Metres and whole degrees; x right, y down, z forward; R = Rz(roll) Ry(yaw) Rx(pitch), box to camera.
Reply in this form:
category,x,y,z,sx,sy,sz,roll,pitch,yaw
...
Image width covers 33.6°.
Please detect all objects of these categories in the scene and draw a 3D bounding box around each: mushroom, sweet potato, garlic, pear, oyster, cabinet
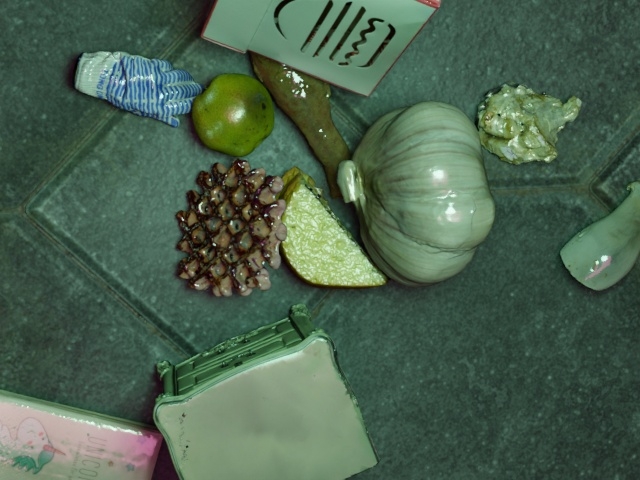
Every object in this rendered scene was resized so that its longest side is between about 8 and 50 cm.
category,x,y,z,sx,sy,sz,roll,pitch,yaw
mushroom,0.536,-0.008,1.898,0.225,0.093,0.116,-44,78,3
sweet potato,-0.029,-0.245,1.790,0.109,0.109,0.385,-29,98,-5
garlic,0.166,-0.073,1.731,0.241,0.322,0.322,-26,98,-1
pear,-0.135,-0.213,1.755,0.141,0.104,0.141,18,62,-38
oyster,0.370,-0.213,1.864,0.191,0.081,0.163,-33,94,-7
cabinet,-0.100,0.270,1.720,0.290,0.318,0.227,-23,100,-5

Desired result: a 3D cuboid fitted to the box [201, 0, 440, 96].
category,x,y,z,sx,sy,sz,roll,pitch,yaw
box,0.022,-0.455,1.628,0.300,0.314,0.312,19,66,-12

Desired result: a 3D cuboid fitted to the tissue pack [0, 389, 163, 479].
category,x,y,z,sx,sy,sz,roll,pitch,yaw
tissue pack,-0.446,0.363,1.802,0.325,0.071,0.170,15,91,-10

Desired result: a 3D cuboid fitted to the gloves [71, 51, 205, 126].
category,x,y,z,sx,sy,sz,roll,pitch,yaw
gloves,-0.297,-0.254,1.764,0.229,0.097,0.119,7,127,-16

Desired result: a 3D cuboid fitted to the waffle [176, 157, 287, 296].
category,x,y,z,sx,sy,sz,roll,pitch,yaw
waffle,-0.147,-0.022,1.770,0.221,0.055,0.234,3,85,33

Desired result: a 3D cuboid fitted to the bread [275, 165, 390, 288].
category,x,y,z,sx,sy,sz,roll,pitch,yaw
bread,-0.003,0.010,1.806,0.134,0.129,0.260,-42,97,6
